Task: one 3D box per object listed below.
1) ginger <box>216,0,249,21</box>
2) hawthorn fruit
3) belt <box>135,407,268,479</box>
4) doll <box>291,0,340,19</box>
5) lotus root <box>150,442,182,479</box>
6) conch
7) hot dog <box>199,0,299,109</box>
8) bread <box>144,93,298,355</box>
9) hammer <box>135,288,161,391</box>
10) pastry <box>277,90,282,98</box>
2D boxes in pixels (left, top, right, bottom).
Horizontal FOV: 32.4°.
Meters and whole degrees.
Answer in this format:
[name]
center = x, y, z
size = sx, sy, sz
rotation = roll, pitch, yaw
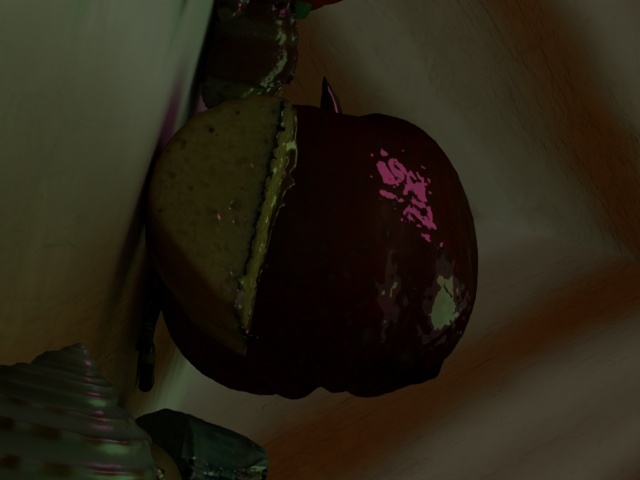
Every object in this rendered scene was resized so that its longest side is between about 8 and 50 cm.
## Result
[ginger]
center = -0.048, -0.287, 0.859
size = 0.290, 0.084, 0.122
rotation = 109, 3, -66
[hawthorn fruit]
center = 0.000, 0.000, 1.334
size = 0.403, 0.402, 0.403
rotation = -165, -90, -88
[belt]
center = -0.175, 0.334, 1.337
size = 0.207, 0.150, 0.258
rotation = -23, -129, 43
[doll]
center = 0.005, -0.459, 1.694
size = 0.363, 0.160, 0.183
rotation = 124, -17, -84
[lotus root]
center = -0.202, 0.279, 1.159
size = 0.221, 0.118, 0.125
rotation = 119, -30, -51
[conch]
center = -0.129, 0.104, 0.393
size = 0.153, 0.102, 0.135
rotation = -42, -171, -10
[hot dog]
center = -0.071, -0.226, 1.229
size = 0.146, 0.103, 0.213
rotation = -81, -174, -77
[bread]
center = -0.104, -0.030, 1.064
size = 0.129, 0.134, 0.260
rotation = 83, 15, -68
[hammer]
center = -0.222, 0.145, 1.421
size = 0.201, 0.021, 0.078
rotation = 107, -2, -54
[pastry]
center = -0.107, -0.166, 1.545
size = 0.258, 0.089, 0.121
rotation = -79, -171, -49
